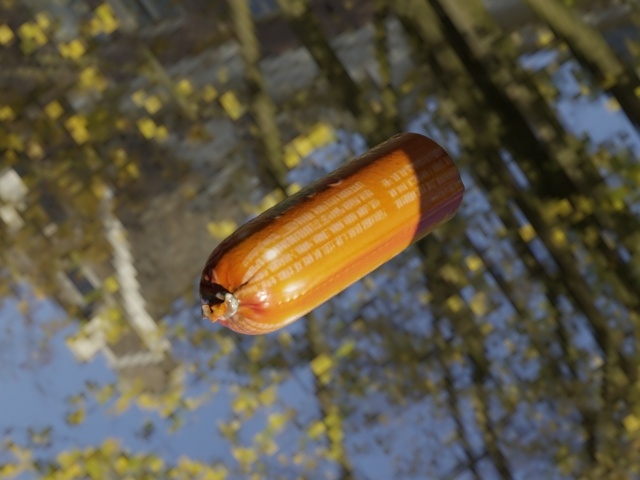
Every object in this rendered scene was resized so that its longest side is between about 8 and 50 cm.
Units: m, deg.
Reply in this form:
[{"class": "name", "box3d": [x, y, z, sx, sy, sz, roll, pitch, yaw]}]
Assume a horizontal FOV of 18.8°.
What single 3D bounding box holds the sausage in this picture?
[{"class": "sausage", "box3d": [0.000, 0.000, 1.607, 0.093, 0.093, 0.312, -17, -171, 42]}]
